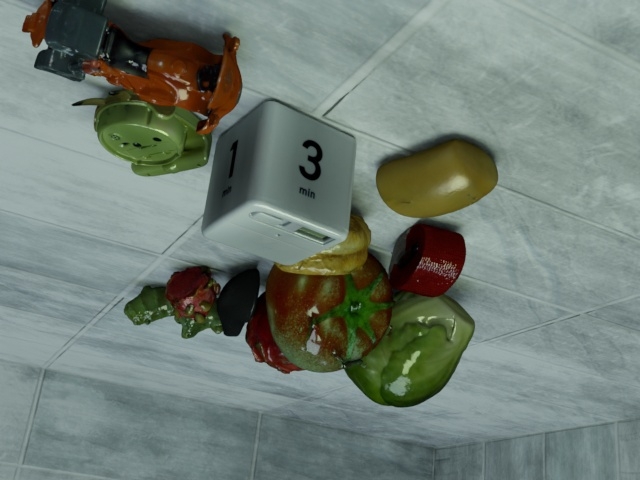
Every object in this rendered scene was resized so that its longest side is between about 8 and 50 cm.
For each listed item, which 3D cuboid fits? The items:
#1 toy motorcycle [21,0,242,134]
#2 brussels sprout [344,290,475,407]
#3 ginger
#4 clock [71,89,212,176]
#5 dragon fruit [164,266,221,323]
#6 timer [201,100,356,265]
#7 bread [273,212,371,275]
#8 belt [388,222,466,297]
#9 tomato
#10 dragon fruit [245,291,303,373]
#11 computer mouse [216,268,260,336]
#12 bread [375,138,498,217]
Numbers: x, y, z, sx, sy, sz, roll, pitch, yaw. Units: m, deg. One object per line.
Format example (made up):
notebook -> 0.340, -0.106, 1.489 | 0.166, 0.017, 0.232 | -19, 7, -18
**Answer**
toy motorcycle -> -0.241, -0.248, 1.117 | 0.325, 0.148, 0.221 | 16, 178, -35
brussels sprout -> 0.217, 0.262, 1.980 | 0.354, 0.281, 0.289 | -42, 153, 25
ginger -> -0.387, 0.195, 2.167 | 0.289, 0.137, 0.089 | 16, 163, -3
clock -> -0.307, -0.192, 1.340 | 0.170, 0.069, 0.232 | -7, 153, 28
dragon fruit -> -0.328, 0.141, 2.040 | 0.133, 0.150, 0.208 | -33, 169, -17
timer -> -0.070, -0.091, 1.355 | 0.192, 0.195, 0.194 | 20, 152, -29
bread -> -0.003, 0.000, 1.566 | 0.198, 0.120, 0.236 | 4, -173, 12
belt -> 0.232, 0.047, 1.681 | 0.124, 0.128, 0.201 | 14, 154, -14
tomato -> 0.012, 0.146, 1.814 | 0.303, 0.304, 0.239 | 24, 168, -35
dragon fruit -> -0.070, 0.225, 2.037 | 0.252, 0.241, 0.241 | 22, 167, 31
computer mouse -> -0.216, 0.150, 2.010 | 0.088, 0.147, 0.264 | 12, 154, -9
bread -> 0.202, -0.098, 1.399 | 0.147, 0.098, 0.217 | 28, 147, -34
